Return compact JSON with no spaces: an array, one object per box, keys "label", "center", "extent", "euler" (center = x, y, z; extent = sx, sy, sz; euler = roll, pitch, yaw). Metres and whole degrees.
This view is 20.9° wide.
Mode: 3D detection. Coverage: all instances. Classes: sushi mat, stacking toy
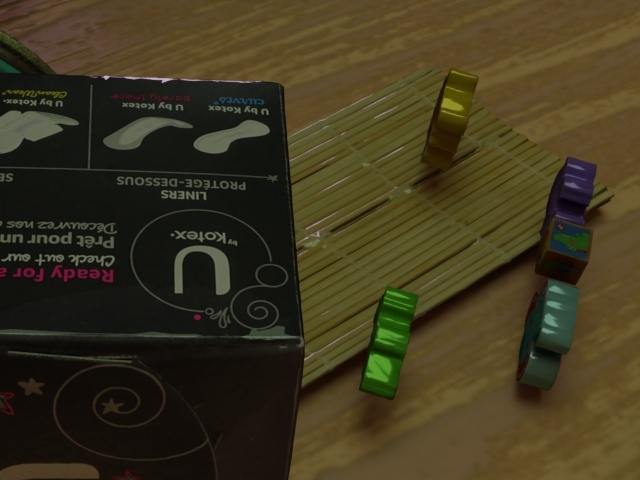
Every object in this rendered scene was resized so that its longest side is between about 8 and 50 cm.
[{"label":"sushi mat","center":[0.000,0.000,0.932],"extent":[0.316,0.019,0.151],"euler":[-29,56,-33]},{"label":"stacking toy","center":[0.120,0.018,0.897],"extent":[0.167,0.052,0.221],"euler":[18,52,-1]}]

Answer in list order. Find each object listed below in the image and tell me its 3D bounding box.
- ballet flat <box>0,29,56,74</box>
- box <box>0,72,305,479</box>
[{"label":"ballet flat","center":[-0.305,-0.096,0.925],"extent":[0.348,0.123,0.123],"euler":[2,43,-7]},{"label":"box","center":[-0.098,0.074,0.668],"extent":[0.163,0.247,0.142],"euler":[1,42,-8]}]
